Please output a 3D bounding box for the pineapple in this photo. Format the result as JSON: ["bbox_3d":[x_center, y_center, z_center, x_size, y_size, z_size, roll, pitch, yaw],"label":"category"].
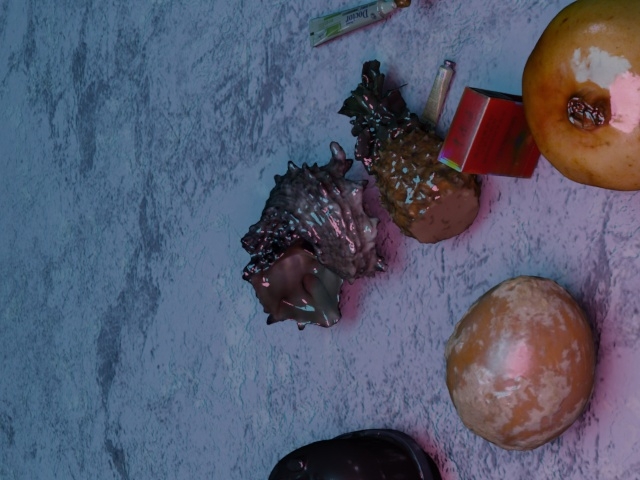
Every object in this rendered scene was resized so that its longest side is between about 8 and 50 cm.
[{"bbox_3d":[0.123,-0.146,1.841,0.170,0.141,0.310,100,148,-48],"label":"pineapple"}]

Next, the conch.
[{"bbox_3d":[0.003,0.006,1.935,0.240,0.186,0.313,34,114,26],"label":"conch"}]

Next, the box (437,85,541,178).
[{"bbox_3d":[0.245,-0.147,1.694,0.048,0.175,0.112,32,109,38],"label":"box"}]

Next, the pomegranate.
[{"bbox_3d":[0.377,-0.185,1.519,0.264,0.264,0.264,-2,87,43],"label":"pomegranate"}]

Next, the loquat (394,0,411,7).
[{"bbox_3d":[0.128,-0.451,1.838,0.172,0.149,0.205,6,104,39],"label":"loquat"}]

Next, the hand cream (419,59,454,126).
[{"bbox_3d":[0.178,-0.225,1.869,0.035,0.022,0.102,35,117,38],"label":"hand cream"}]

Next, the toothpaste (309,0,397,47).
[{"bbox_3d":[0.049,-0.356,1.991,0.197,0.029,0.048,-10,81,46],"label":"toothpaste"}]

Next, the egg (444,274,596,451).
[{"bbox_3d":[0.268,0.163,1.639,0.203,0.203,0.245,29,118,40],"label":"egg"}]

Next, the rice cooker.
[{"bbox_3d":[0.046,0.408,1.827,0.267,0.224,0.267,-4,84,45],"label":"rice cooker"}]
